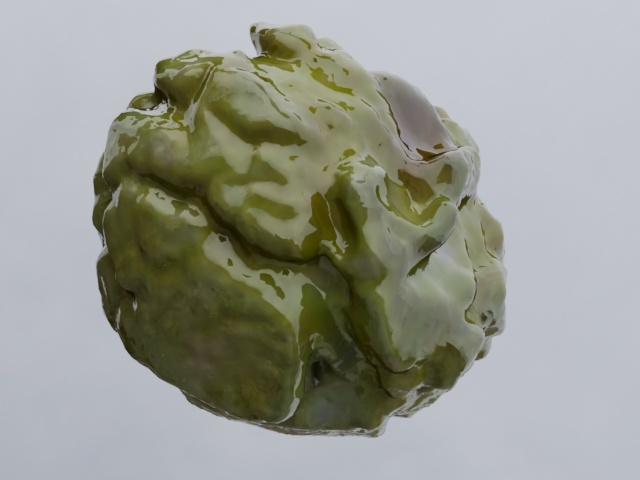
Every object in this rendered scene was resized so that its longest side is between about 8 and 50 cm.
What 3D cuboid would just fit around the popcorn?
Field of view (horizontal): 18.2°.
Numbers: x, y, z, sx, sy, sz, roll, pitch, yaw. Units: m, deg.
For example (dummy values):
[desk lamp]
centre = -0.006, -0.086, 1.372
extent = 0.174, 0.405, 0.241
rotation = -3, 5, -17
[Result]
[popcorn]
centre = 0.000, 0.000, 0.531
extent = 0.106, 0.116, 0.120
rotation = 19, -43, 54
